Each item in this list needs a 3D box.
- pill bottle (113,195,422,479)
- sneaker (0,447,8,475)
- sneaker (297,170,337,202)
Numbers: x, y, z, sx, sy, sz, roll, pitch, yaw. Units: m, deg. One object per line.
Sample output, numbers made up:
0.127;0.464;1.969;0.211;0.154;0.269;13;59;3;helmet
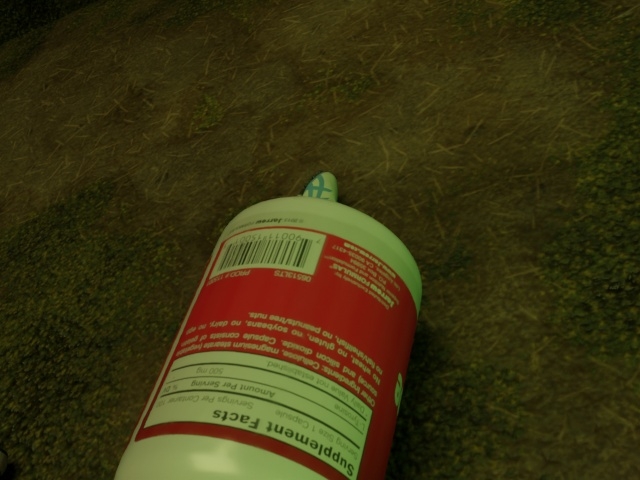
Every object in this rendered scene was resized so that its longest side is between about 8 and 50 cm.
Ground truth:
-0.047;0.173;0.740;0.229;0.229;0.408;-7;44;28;pill bottle
-0.520;0.336;0.997;0.271;0.100;0.108;-23;45;12;sneaker
0.000;0.000;1.028;0.086;0.085;0.237;9;44;5;sneaker
